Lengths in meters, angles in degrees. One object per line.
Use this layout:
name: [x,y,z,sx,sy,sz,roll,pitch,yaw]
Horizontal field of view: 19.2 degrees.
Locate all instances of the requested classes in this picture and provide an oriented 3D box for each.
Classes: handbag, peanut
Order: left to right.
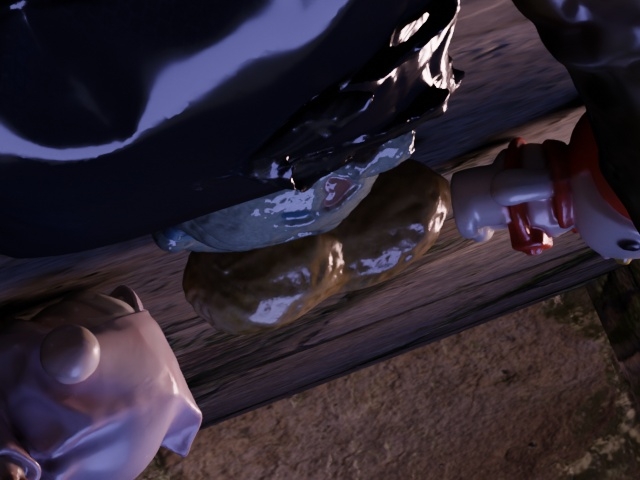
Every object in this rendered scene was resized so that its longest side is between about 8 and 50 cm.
handbag: [-0.037,-0.058,0.676,0.211,0.088,0.254,-20,169,-5]
peanut: [0.001,-0.001,1.233,0.193,0.089,0.089,-24,174,-23]

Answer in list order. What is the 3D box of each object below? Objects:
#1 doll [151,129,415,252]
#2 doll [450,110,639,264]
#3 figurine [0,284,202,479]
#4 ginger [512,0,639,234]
doll: [-0.024,-0.034,0.947,0.104,0.071,0.214,-12,174,-28]
doll: [0.244,-0.051,1.392,0.290,0.129,0.161,-10,170,17]
figurine: [-0.204,0.116,1.230,0.276,0.133,0.200,-17,174,-35]
ginger: [0.178,-0.109,0.573,0.200,0.269,0.223,-12,-143,29]
